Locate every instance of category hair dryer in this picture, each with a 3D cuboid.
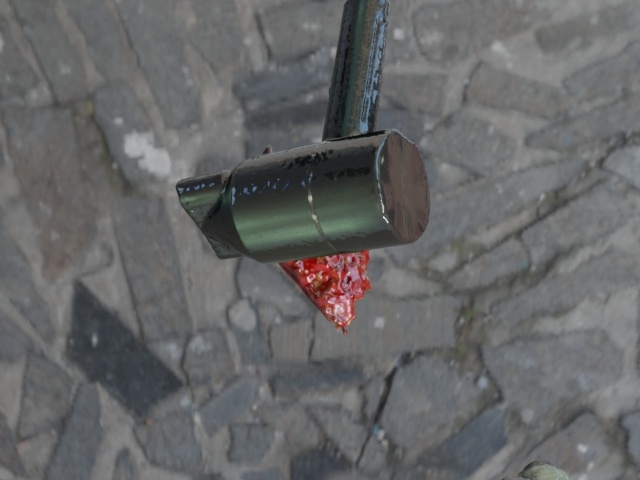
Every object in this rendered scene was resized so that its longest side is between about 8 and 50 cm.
[{"bbox_3d":[-0.009,-0.120,1.450,0.244,0.116,0.302,-7,58,29],"label":"hair dryer"}]

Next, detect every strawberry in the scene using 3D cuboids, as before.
[{"bbox_3d":[-0.006,-0.007,1.567,0.098,0.174,0.228,-35,30,3],"label":"strawberry"}]

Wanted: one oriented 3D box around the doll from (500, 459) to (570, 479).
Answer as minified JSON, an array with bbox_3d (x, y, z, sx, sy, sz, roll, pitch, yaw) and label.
[{"bbox_3d":[0.123,0.215,0.668,0.143,0.135,0.234,-3,58,-30],"label":"doll"}]
